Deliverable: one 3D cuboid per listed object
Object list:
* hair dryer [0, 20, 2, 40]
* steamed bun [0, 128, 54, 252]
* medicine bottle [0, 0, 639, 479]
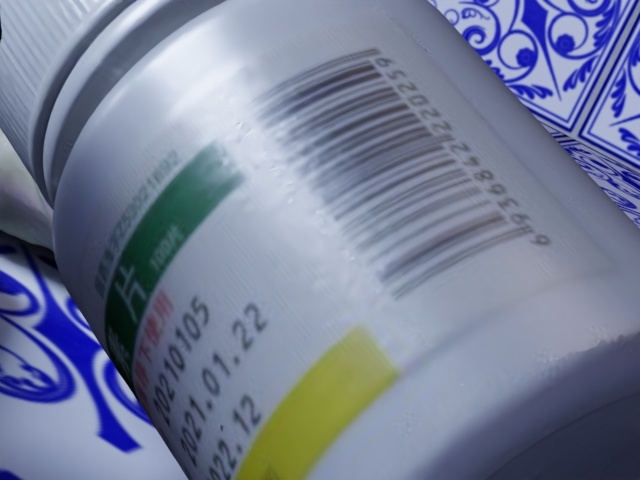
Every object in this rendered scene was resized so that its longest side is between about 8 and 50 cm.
[{"bbox_3d":[-0.198,-0.034,0.808,0.107,0.189,0.352,28,0,1],"label":"hair dryer"},{"bbox_3d":[-0.107,-0.095,1.061,0.280,0.207,0.268,30,11,26],"label":"steamed bun"},{"bbox_3d":[0.000,0.000,0.766,0.208,0.208,0.339,9,35,-49],"label":"medicine bottle"}]
